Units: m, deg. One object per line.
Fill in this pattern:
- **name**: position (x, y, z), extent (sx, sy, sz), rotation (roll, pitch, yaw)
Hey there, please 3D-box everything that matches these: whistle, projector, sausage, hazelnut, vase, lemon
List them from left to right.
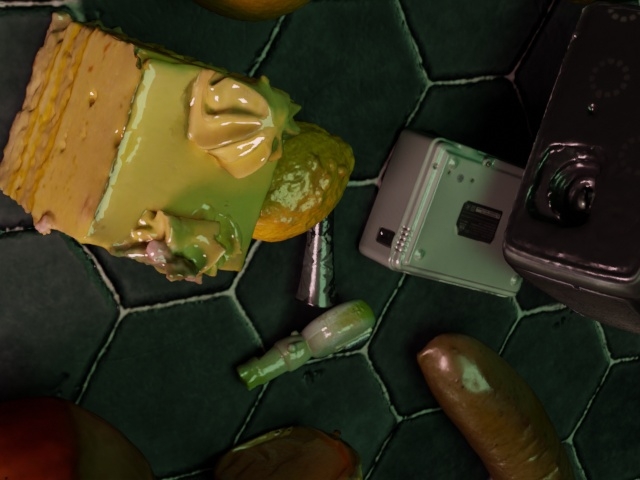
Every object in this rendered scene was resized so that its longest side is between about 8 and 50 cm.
- **hazelnut**: position (-0.327, 0.357, 1.415), extent (0.366, 0.366, 0.365), rotation (-14, 116, -31)
- **lemon**: position (-0.042, -0.077, 1.564), extent (0.187, 0.142, 0.142), rotation (-29, 122, -22)
- **whistle**: position (-0.016, 0.141, 1.708), extent (0.198, 0.057, 0.104), rotation (-29, 167, -13)
- **vase**: position (0.000, 0.000, 1.679), extent (0.059, 0.059, 0.167), rotation (-9, 113, -33)
- **projector**: position (0.197, -0.035, 1.782), extent (0.257, 0.099, 0.192), rotation (15, 97, -39)
- **sausage**: position (0.291, 0.304, 1.972), extent (0.136, 0.123, 0.501), rotation (-25, 126, 8)
- **projector**: position (0.469, -0.076, 1.793), extent (0.405, 0.242, 0.395), rotation (28, 79, -57)

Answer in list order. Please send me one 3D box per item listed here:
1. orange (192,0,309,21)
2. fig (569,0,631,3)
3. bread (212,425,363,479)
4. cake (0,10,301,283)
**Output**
- **orange**: position (-0.082, -0.350, 1.380), extent (0.236, 0.236, 0.236), rotation (-14, 116, -31)
- **fig**: position (0.379, -0.455, 1.717), extent (0.206, 0.206, 0.275), rotation (-7, 89, -34)
- **bread**: position (-0.039, 0.334, 1.702), extent (0.199, 0.199, 0.104), rotation (-21, 121, -28)
- **cake**: position (-0.168, -0.094, 1.371), extent (0.222, 0.286, 0.227), rotation (12, 100, -38)
